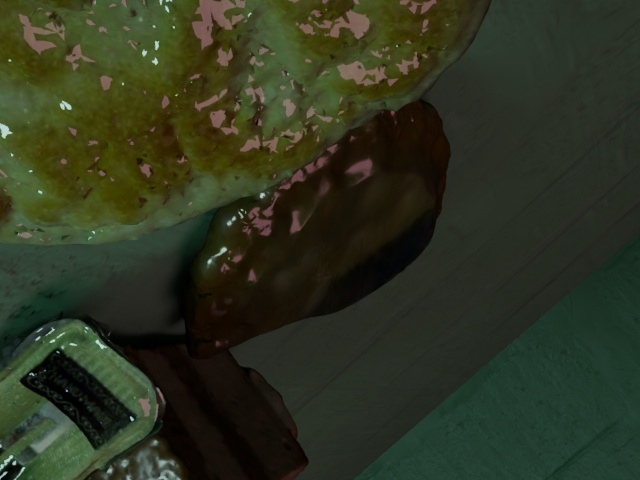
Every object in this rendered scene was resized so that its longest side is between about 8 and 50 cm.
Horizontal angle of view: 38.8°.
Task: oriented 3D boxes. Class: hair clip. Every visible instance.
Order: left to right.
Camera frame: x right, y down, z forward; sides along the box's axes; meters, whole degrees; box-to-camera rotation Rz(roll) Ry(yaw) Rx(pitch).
[{"bbox_3d":[-0.264,0.184,0.767,0.321,0.138,0.091,-42,-172,12],"label":"hair clip"}]

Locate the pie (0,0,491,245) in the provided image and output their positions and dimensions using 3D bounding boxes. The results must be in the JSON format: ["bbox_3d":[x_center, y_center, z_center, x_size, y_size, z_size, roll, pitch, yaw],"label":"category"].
[{"bbox_3d":[-0.108,-0.106,0.324,0.371,0.078,0.296,10,132,-30],"label":"pie"}]

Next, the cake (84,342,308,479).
[{"bbox_3d":[-0.155,0.222,0.924,0.199,0.196,0.293,-44,164,16],"label":"cake"}]

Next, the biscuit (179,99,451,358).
[{"bbox_3d":[0.000,0.000,0.885,0.335,0.078,0.329,-46,154,10],"label":"biscuit"}]
